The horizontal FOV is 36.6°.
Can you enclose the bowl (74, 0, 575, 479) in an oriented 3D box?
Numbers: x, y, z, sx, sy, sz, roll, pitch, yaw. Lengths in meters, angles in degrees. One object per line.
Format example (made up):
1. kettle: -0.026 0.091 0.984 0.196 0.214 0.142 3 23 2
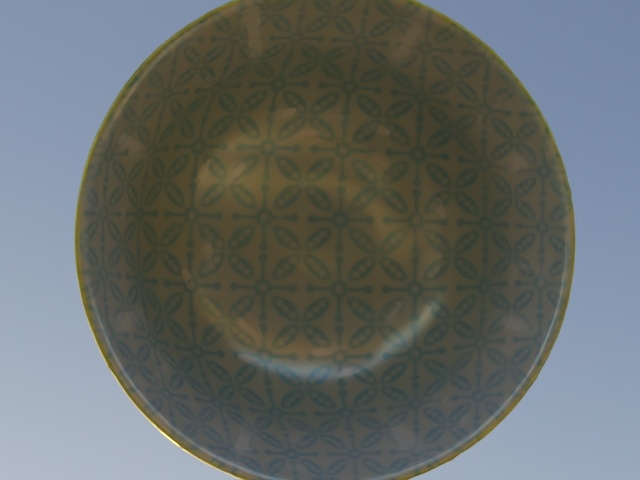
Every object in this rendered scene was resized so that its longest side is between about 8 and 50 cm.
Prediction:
1. bowl: 0.000 0.000 0.619 0.289 0.290 0.156 2 -2 -5
